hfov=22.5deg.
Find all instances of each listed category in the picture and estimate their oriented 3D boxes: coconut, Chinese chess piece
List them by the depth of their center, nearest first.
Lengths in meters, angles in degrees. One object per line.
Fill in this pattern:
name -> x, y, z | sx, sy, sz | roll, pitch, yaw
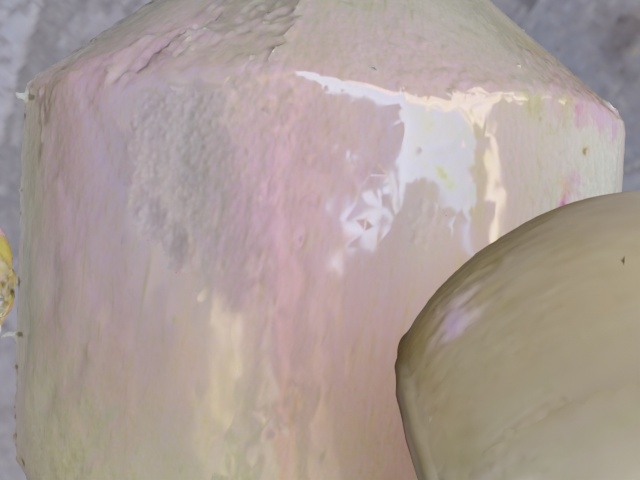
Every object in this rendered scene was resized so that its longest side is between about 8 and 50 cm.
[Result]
Chinese chess piece -> 0.131, 0.113, 0.525 | 0.112, 0.270, 0.270 | -29, 143, 11
coconut -> 0.000, 0.000, 0.776 | 0.297, 0.297, 0.309 | 8, 84, -47

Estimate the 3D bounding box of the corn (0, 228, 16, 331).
corn -> -0.214, -0.052, 0.506 | 0.101, 0.291, 0.101 | -50, 162, -23
